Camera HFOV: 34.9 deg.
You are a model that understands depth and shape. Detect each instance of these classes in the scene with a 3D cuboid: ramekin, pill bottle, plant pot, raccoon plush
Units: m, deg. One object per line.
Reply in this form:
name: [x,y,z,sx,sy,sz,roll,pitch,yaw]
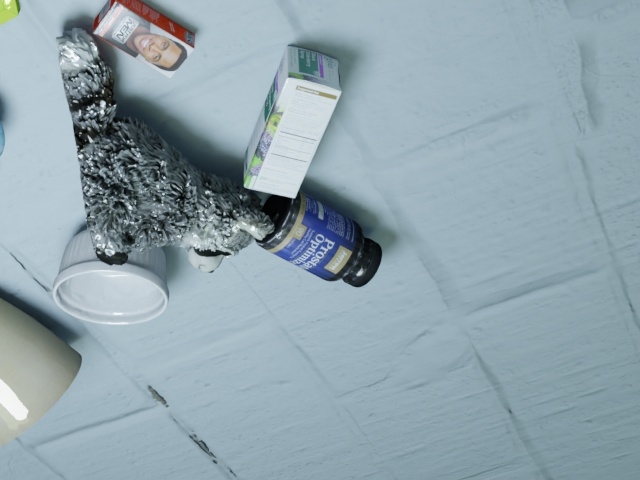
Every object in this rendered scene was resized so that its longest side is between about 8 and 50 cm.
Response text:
ramekin: [-0.376,0.060,1.854,0.207,0.109,0.207,-1,149,0]
pill bottle: [0.000,0.000,1.842,0.219,0.123,0.123,28,126,-27]
plant pot: [-0.643,0.209,1.935,0.256,0.256,0.274,-29,112,22]
raccoon plush: [-0.239,-0.129,1.658,0.299,0.216,0.446,-9,134,-7]

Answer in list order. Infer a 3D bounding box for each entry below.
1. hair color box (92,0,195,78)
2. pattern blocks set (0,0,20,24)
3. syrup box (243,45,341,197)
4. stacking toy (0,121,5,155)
hair color box: [-0.271,-0.318,1.570,0.141,0.043,0.072,27,125,-28]
pattern blocks set: [-0.597,-0.356,1.521,0.285,0.026,0.325,-6,134,1]
syrup box: [-0.049,-0.191,1.675,0.096,0.093,0.237,12,132,-15]
stacking toy: [-0.672,-0.162,1.665,0.279,0.130,0.309,41,123,-9]
